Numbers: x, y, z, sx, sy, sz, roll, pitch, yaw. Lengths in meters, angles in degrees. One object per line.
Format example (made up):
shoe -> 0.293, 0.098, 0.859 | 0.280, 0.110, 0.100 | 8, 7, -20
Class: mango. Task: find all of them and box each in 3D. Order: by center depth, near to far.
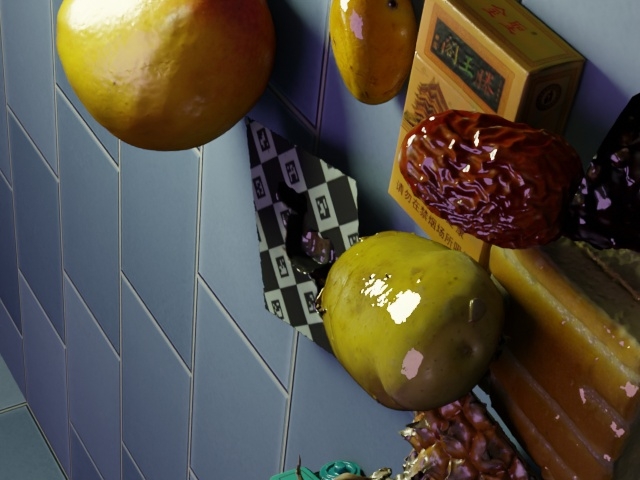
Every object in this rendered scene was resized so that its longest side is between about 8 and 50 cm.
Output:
mango -> 0.060, -0.223, 1.483 | 0.115, 0.089, 0.165 | 40, 141, 50

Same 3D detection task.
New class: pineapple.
pineapple -> 0.097, 0.297, 1.404 | 0.262, 0.272, 0.262 | 56, 180, -1

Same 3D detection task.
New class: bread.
bread -> 0.253, 0.115, 1.273 | 0.246, 0.111, 0.239 | 52, 146, 40

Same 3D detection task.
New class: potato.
potato -> 0.088, 0.079, 1.323 | 0.173, 0.140, 0.300 | -66, 21, 4

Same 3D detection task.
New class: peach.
peach -> -0.191, -0.261, 1.764 | 0.308, 0.289, 0.289 | -7, 101, 27

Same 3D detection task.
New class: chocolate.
chocolate -> 0.296, -0.035, 1.123 | 0.133, 0.156, 0.156 | 33, 140, 14

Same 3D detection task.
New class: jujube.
jujube -> 0.157, -0.060, 1.219 | 0.176, 0.112, 0.109 | 21, 148, 30

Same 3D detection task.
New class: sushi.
sushi -> 0.000, 0.000, 1.759 | 0.292, 0.059, 0.294 | 32, 132, 53

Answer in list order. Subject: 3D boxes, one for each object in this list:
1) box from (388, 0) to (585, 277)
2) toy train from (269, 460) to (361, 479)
box -> 0.163, -0.114, 1.359 | 0.174, 0.076, 0.274 | 49, 145, 37
toy train -> 0.013, 0.393, 1.854 | 0.198, 0.154, 0.107 | 33, 130, 54
